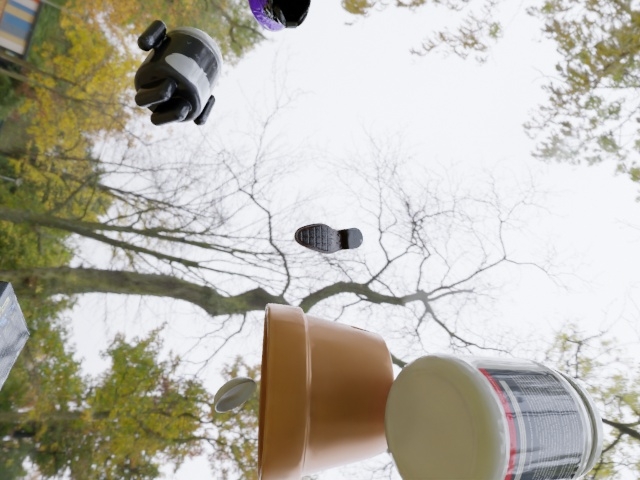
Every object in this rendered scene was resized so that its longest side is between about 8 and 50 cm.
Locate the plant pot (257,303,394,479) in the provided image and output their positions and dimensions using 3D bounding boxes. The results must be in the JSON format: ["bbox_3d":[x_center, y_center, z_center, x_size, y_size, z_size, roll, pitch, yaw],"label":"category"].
[{"bbox_3d":[0.002,0.256,0.772,0.291,0.204,0.290,-177,-90,-82],"label":"plant pot"}]

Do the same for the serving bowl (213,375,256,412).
[{"bbox_3d":[-0.158,0.274,0.825,0.027,0.083,0.083,49,-65,32],"label":"serving bowl"}]

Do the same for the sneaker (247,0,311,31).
[{"bbox_3d":[-0.076,-0.457,0.862,0.293,0.102,0.146,141,-66,-78],"label":"sneaker"}]

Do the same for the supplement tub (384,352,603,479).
[{"bbox_3d":[0.246,0.261,0.642,0.191,0.272,0.191,-25,-121,52],"label":"supplement tub"}]

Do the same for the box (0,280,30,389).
[{"bbox_3d":[-0.659,0.220,0.880,0.232,0.059,0.183,-93,-165,-46],"label":"box"}]

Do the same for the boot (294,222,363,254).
[{"bbox_3d":[0.000,0.000,1.209,0.106,0.219,0.082,-9,-100,51],"label":"boot"}]

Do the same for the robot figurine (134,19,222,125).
[{"bbox_3d":[-0.353,-0.408,1.135,0.209,0.174,0.278,117,-11,-54],"label":"robot figurine"}]
